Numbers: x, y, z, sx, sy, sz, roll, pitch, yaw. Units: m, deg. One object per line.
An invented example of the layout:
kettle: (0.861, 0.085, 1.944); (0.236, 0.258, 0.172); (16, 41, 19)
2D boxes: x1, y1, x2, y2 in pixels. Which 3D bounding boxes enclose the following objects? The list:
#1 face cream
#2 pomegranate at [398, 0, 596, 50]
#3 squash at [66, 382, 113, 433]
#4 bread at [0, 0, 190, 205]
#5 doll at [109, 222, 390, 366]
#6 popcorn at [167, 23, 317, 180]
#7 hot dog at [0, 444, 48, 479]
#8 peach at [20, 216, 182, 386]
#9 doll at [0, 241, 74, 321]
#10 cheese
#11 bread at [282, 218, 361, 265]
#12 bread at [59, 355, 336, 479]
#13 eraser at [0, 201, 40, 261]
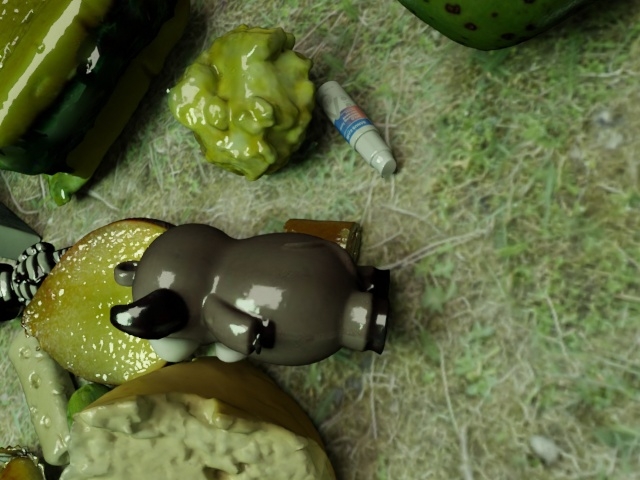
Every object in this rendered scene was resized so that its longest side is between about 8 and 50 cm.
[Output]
face cream: (0.039, -0.118, 0.669); (0.034, 0.034, 0.130); (-41, 60, 13)
pomegranate: (0.147, -0.300, 0.536); (0.254, 0.271, 0.254); (-38, 35, 33)
squash: (-0.216, 0.251, 0.681); (0.066, 0.066, 0.229); (-46, 59, 10)
bread: (-0.335, -0.243, 0.817); (0.251, 0.208, 0.376); (32, 92, 21)
doll: (-0.065, 0.048, 0.586); (0.257, 0.182, 0.117); (1, 111, 6)
popcorn: (-0.075, -0.147, 0.684); (0.174, 0.142, 0.173); (-20, 47, 23)
hot dog: (-0.354, 0.371, 0.711); (0.163, 0.082, 0.270); (-33, 60, 16)
peach: (-0.229, 0.076, 0.741); (0.279, 0.068, 0.189); (-9, 78, 23)
doll: (-0.403, 0.060, 0.846); (0.219, 0.067, 0.091); (-17, 81, 17)
cheese: (-0.337, 0.187, 0.784); (0.065, 0.043, 0.194); (-42, 57, 6)
bread: (0.000, 0.000, 0.653); (0.083, 0.036, 0.047); (4, 72, 29)
bread: (-0.088, 0.222, 0.535); (0.211, 0.224, 0.183); (26, 94, 26)
eraser: (-0.504, -0.040, 0.920); (0.212, 0.092, 0.046); (30, 91, 33)
